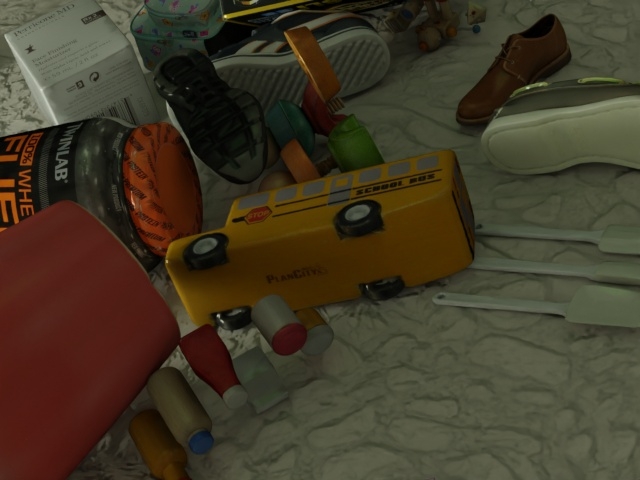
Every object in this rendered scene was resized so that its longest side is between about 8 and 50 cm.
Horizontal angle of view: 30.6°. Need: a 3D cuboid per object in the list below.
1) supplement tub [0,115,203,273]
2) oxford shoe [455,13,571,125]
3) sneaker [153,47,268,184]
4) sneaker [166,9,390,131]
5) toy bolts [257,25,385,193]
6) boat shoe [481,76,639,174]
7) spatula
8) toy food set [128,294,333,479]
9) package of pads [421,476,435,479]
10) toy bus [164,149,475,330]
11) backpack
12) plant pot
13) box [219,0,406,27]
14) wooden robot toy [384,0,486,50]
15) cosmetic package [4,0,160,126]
[{"bbox_3d":[-0.332,-0.037,1.459,0.337,0.207,0.207,-10,36,15],"label":"supplement tub"},{"bbox_3d":[0.245,-0.226,1.537,0.076,0.076,0.212,21,54,42],"label":"oxford shoe"},{"bbox_3d":[-0.124,-0.147,1.491,0.101,0.106,0.267,-31,45,-3],"label":"sneaker"},{"bbox_3d":[-0.068,-0.241,1.676,0.321,0.126,0.127,-16,37,-7],"label":"sneaker"},{"bbox_3d":[-0.042,-0.147,1.489,0.158,0.218,0.228,-30,17,1],"label":"toy bolts"},{"bbox_3d":[0.337,-0.141,1.344,0.305,0.109,0.091,-1,44,31],"label":"boat shoe"},{"bbox_3d":[0.246,0.030,1.239,0.242,0.019,0.168,5,43,31],"label":"spatula"},{"bbox_3d":[-0.080,0.148,1.171,0.232,0.111,0.104,-29,48,-13],"label":"toy food set"},{"bbox_3d":[0.068,0.243,1.030,0.083,0.032,0.050,-15,38,8],"label":"package of pads"},{"bbox_3d":[0.000,0.000,1.319,0.332,0.108,0.130,-12,34,16],"label":"toy bus"},{"bbox_3d":[-0.210,-0.349,1.878,0.188,0.144,0.166,-1,44,30],"label":"backpack"},{"bbox_3d":[-0.294,0.105,1.180,0.243,0.275,0.275,-41,39,-20],"label":"plant pot"},{"bbox_3d":[0.037,-0.387,1.754,0.321,0.079,0.257,-9,2,16],"label":"box"},{"bbox_3d":[0.156,-0.314,1.709,0.173,0.076,0.079,12,57,38],"label":"wooden robot toy"},{"bbox_3d":[-0.362,-0.249,1.784,0.151,0.151,0.184,-30,47,-13],"label":"cosmetic package"}]
